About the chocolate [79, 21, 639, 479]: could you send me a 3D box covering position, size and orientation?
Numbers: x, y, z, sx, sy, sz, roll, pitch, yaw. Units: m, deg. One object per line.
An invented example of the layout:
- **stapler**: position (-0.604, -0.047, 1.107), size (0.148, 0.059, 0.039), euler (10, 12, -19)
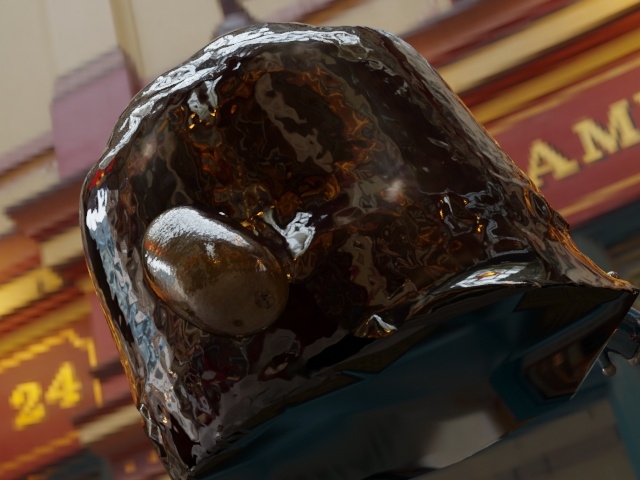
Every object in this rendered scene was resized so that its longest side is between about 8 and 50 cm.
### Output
- **chocolate**: position (0.000, 0.000, 1.314), size (0.384, 0.331, 0.383), euler (-19, -25, -9)

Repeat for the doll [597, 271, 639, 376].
- **doll**: position (0.313, 0.087, 1.970), size (0.152, 0.085, 0.114), euler (24, -88, -3)

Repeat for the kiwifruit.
- **kiwifruit**: position (-0.067, 0.019, 1.057), size (0.075, 0.124, 0.075), euler (-13, -66, -31)
